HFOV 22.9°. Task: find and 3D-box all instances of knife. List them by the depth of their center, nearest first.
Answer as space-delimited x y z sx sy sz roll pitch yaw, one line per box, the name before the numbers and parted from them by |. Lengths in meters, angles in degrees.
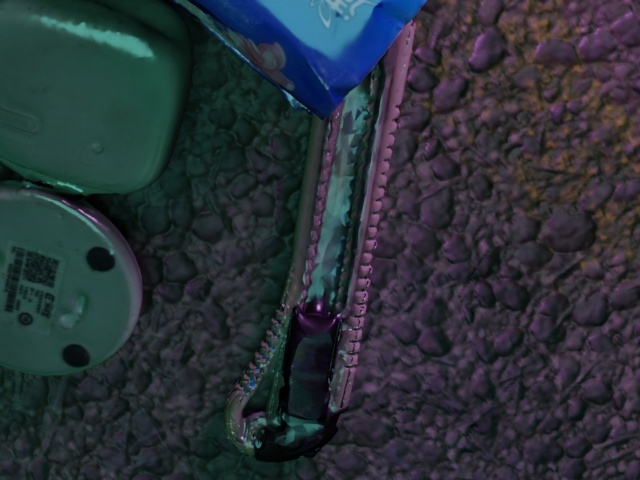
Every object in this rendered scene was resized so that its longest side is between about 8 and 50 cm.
knife | 0.001 0.002 1.128 0.089 0.043 0.365 9 108 -8

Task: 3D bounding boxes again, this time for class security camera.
security camera | -0.181 -0.041 1.100 0.157 0.080 0.301 17 118 -1

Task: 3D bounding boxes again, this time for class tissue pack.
tissue pack | -0.038 -0.231 0.987 0.270 0.137 0.209 40 97 -9
